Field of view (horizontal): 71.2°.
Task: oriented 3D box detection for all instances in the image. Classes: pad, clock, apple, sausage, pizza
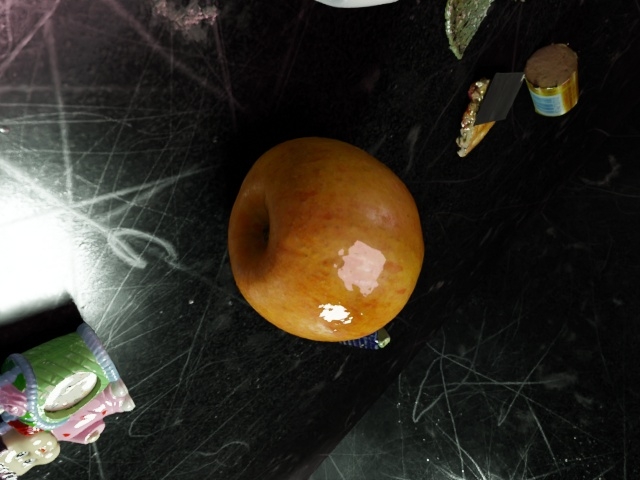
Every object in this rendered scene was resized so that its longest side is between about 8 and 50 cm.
[{"bbox_3d":[0.406,-0.320,1.006,0.193,0.004,0.116,-24,139,-44],"label":"pad"},{"bbox_3d":[-0.378,0.225,0.612,0.195,0.100,0.194,-33,144,-30],"label":"clock"},{"bbox_3d":[0.000,0.000,0.669,0.275,0.299,0.299,19,110,-43],"label":"apple"},{"bbox_3d":[0.631,-0.410,1.201,0.125,0.117,0.317,-43,156,21],"label":"sausage"},{"bbox_3d":[0.368,-0.314,1.020,0.201,0.053,0.193,-48,151,-11],"label":"pizza"}]

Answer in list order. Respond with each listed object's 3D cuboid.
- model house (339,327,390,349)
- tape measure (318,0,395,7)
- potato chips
[{"bbox_3d":[0.080,0.128,1.000,0.170,0.211,0.194,-35,147,-18],"label":"model house"},{"bbox_3d":[0.031,-0.304,0.406,0.197,0.236,0.120,-46,153,-19],"label":"tape measure"},{"bbox_3d":[0.303,-0.446,0.801,0.220,0.029,0.202,-41,147,-10],"label":"potato chips"}]
